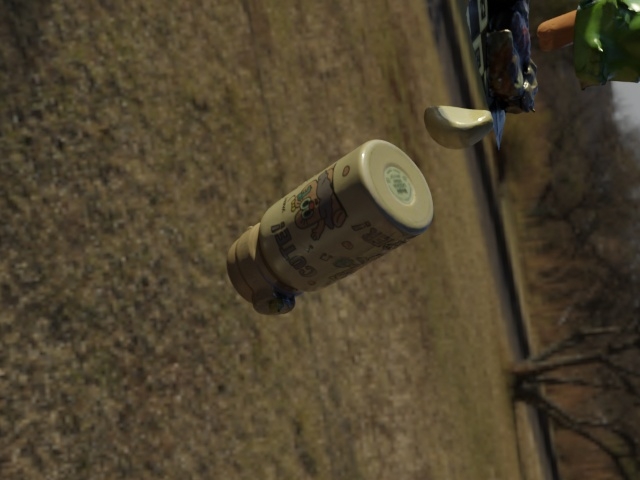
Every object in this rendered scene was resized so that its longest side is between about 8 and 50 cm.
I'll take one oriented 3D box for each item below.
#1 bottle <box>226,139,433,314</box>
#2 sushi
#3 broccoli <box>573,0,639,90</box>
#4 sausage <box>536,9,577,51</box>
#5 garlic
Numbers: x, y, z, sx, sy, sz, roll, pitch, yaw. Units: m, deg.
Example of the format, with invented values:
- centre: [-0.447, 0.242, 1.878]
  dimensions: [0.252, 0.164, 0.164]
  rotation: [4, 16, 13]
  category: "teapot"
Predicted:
- centre: [0.000, 0.000, 1.030]
  dimensions: [0.097, 0.209, 0.110]
  rotation: [24, 47, -38]
  category: "bottle"
- centre: [0.292, -0.334, 1.645]
  dimensions: [0.294, 0.059, 0.292]
  rotation: [64, 33, -47]
  category: "sushi"
- centre: [0.393, -0.229, 1.036]
  dimensions: [0.297, 0.297, 0.297]
  rotation: [-3, 90, -69]
  category: "broccoli"
- centre: [0.269, -0.225, 1.153]
  dimensions: [0.034, 0.083, 0.034]
  rotation: [-19, 90, -80]
  category: "sausage"
- centre: [0.157, -0.131, 1.262]
  dimensions: [0.041, 0.083, 0.053]
  rotation: [78, 21, -43]
  category: "garlic"
